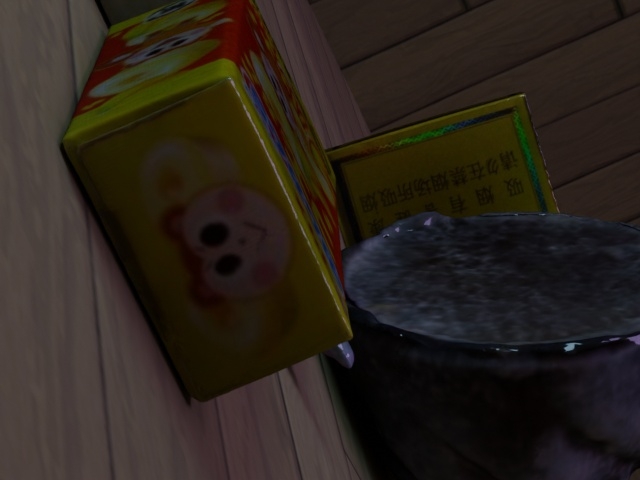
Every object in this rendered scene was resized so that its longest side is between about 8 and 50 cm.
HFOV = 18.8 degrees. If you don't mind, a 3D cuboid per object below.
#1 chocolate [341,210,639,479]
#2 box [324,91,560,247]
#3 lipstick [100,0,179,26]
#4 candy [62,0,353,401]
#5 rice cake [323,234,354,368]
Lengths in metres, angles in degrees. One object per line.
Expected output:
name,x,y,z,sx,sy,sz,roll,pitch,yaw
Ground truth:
chocolate,0.152,0.117,1.522,0.303,0.303,0.213,-99,-174,-70
box,0.133,0.036,1.737,0.084,0.193,0.301,-62,136,-83
lipstick,-0.123,-0.225,1.135,0.076,0.080,0.371,-85,152,-78
candy,-0.052,-0.038,0.990,0.276,0.088,0.146,-91,158,-74
rice cake,-0.013,0.010,1.357,0.081,0.051,0.290,55,10,-18
